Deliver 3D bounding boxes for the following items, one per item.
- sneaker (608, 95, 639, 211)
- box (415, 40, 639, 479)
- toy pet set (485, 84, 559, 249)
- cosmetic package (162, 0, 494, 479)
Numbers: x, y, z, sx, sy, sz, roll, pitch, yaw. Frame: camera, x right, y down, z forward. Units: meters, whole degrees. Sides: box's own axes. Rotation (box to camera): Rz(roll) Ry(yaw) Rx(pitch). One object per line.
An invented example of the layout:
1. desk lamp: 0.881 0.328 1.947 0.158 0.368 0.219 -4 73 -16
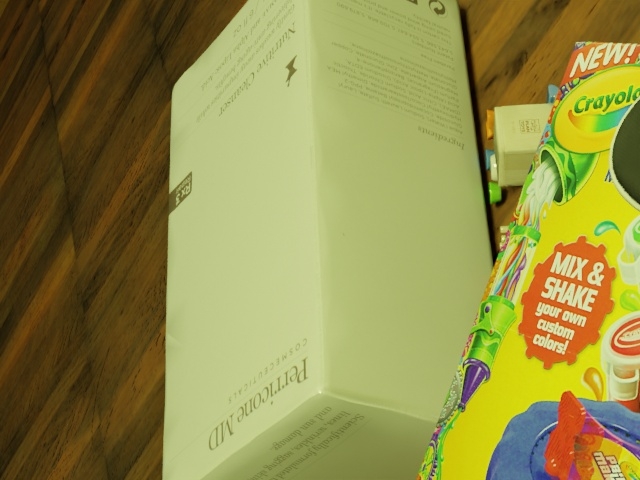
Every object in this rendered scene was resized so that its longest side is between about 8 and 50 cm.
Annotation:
1. sneaker: 0.160 -0.043 0.417 0.234 0.097 0.084 8 78 61
2. box: 0.207 0.083 0.543 0.290 0.177 0.279 18 87 62
3. toy pet set: 0.145 -0.047 0.874 0.114 0.065 0.122 83 -175 -52
4. cosmetic package: 0.000 0.000 0.972 0.217 0.156 0.385 -44 37 42
